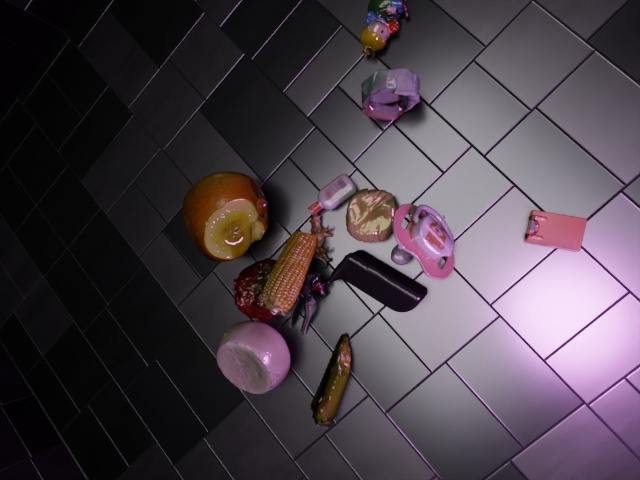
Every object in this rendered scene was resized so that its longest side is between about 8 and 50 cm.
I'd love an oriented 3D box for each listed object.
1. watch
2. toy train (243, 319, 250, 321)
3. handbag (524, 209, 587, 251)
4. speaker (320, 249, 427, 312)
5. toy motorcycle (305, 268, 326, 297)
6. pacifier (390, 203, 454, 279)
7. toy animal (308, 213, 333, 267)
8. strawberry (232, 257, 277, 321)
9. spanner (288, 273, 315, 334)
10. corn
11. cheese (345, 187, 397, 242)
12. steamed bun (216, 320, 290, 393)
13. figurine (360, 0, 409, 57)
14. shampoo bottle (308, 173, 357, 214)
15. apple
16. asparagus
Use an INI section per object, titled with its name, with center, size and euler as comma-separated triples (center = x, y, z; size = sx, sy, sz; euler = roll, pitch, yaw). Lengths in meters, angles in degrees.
[watch]
center = 0.283, -0.583, 1.787
size = 0.241, 0.253, 0.162
euler = -8, 85, 56
[toy train]
center = -0.321, 0.400, 2.107
size = 0.083, 0.033, 0.053
euler = 18, 98, 18
[handbag]
center = 0.871, -0.037, 1.709
size = 0.190, 0.063, 0.127
euler = 11, 93, 14
[speaker]
center = 0.218, 0.186, 1.866
size = 0.388, 0.180, 0.184
euler = 30, 105, 18
[toy motorcycle]
center = -0.051, 0.157, 1.978
size = 0.082, 0.122, 0.213
euler = -38, 75, -18
[pacifier]
center = 0.387, 0.011, 1.784
size = 0.273, 0.220, 0.332
euler = -42, 100, 14
[toy animal]
center = 0.000, 0.000, 2.003
size = 0.099, 0.056, 0.241
euler = 2, 91, 25
[strawberry]
center = -0.248, 0.225, 1.994
size = 0.274, 0.220, 0.274
euler = 4, 60, -8
[spanner]
center = -0.072, 0.272, 1.953
size = 0.095, 0.040, 0.325
euler = 25, 125, 17
[corn]
center = -0.124, 0.120, 1.871
size = 0.143, 0.144, 0.387
euler = 8, 60, 18
[cheese]
center = 0.216, -0.101, 1.904
size = 0.213, 0.117, 0.226
euler = 10, 97, 15
[steamed bun]
center = -0.280, 0.489, 1.978
size = 0.324, 0.206, 0.325
euler = 13, 122, 22
[figurine]
center = 0.263, -0.879, 1.905
size = 0.185, 0.127, 0.234
euler = 10, 82, 11
[shampoo bottle]
center = 0.044, -0.189, 1.973
size = 0.220, 0.051, 0.108
euler = -37, 73, 5
[apple]
center = -0.394, -0.104, 1.980
size = 0.374, 0.374, 0.384
euler = -24, 76, 16
[asparagus]
center = 0.060, 0.591, 1.935
size = 0.108, 0.128, 0.382
euler = 20, 95, -19
